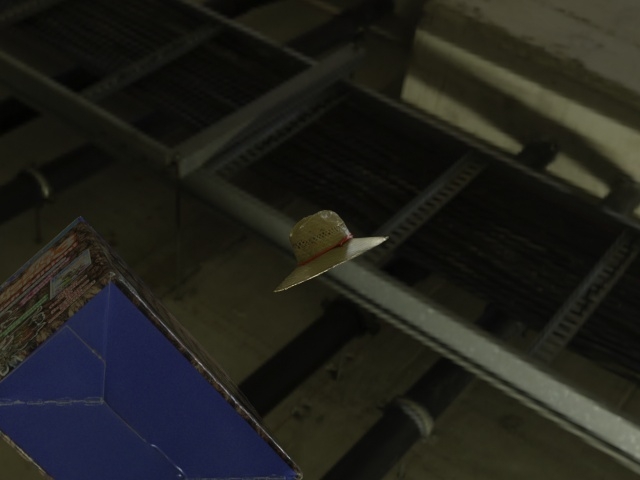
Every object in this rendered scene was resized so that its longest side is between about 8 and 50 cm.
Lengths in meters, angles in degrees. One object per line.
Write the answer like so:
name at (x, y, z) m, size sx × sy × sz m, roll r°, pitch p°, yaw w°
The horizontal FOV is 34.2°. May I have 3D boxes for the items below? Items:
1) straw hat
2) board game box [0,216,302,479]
straw hat at (0.000, 0.000, 1.170) m, size 0.144 × 0.144 × 0.061 m, roll -27°, pitch -88°, yaw -33°
board game box at (-0.173, 0.127, 0.910) m, size 0.141 × 0.232 × 0.291 m, roll -43°, pitch -161°, yaw -7°
